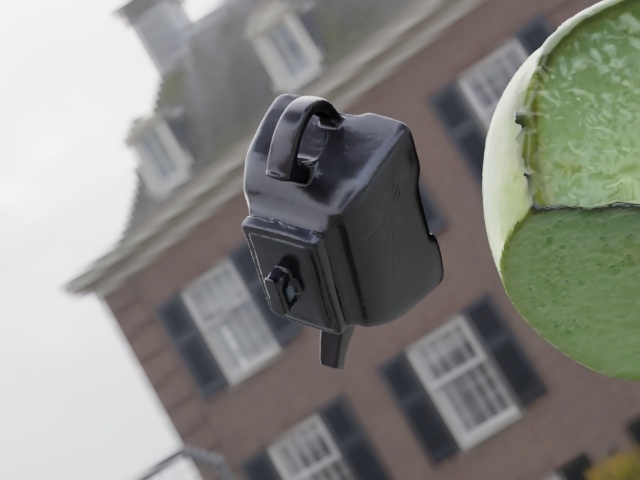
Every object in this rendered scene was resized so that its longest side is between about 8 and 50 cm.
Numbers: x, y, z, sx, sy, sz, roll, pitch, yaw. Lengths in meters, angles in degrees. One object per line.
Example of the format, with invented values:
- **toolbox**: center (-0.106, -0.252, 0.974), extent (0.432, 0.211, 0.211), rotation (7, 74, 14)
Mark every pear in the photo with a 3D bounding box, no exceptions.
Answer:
- **pear**: center (0.234, -0.023, 1.272), extent (0.292, 0.159, 0.292), rotation (-3, -34, -2)

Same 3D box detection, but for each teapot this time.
- **teapot**: center (0.000, 0.000, 1.080), extent (0.096, 0.087, 0.177), rotation (-51, -36, -33)
